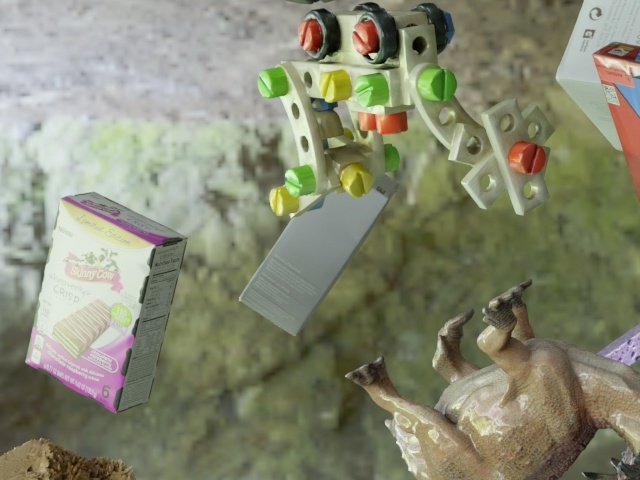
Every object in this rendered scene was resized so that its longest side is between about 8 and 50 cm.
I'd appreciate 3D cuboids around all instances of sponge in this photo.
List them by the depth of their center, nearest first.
[{"bbox_3d":[0.396,0.132,1.998,0.117,0.031,0.210,-33,172,-38],"label":"sponge"}]

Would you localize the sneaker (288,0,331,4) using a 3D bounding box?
[{"bbox_3d":[0.057,-0.251,1.128,0.267,0.106,0.101,-7,151,35],"label":"sneaker"}]

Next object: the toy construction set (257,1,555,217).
[{"bbox_3d":[0.062,-0.114,1.488,0.151,0.215,0.328,-17,-163,-42],"label":"toy construction set"}]

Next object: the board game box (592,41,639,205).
[{"bbox_3d":[0.305,-0.058,1.140,0.027,0.145,0.281,-31,-156,-17],"label":"board game box"}]

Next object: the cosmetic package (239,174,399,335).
[{"bbox_3d":[0.000,0.000,2.157,0.107,0.238,0.127,32,-167,2],"label":"cosmetic package"}]

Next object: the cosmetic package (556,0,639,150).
[{"bbox_3d":[0.369,-0.187,1.675,0.151,0.151,0.184,13,165,36],"label":"cosmetic package"}]

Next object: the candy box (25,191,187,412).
[{"bbox_3d":[-0.270,0.076,1.981,0.159,0.233,0.071,24,-160,27],"label":"candy box"}]

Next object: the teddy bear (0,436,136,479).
[{"bbox_3d":[-0.214,0.277,1.183,0.245,0.113,0.338,-33,-157,-13],"label":"teddy bear"}]

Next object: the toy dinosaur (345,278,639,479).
[{"bbox_3d":[0.144,0.144,1.148,0.296,0.200,0.127,-31,175,40],"label":"toy dinosaur"}]
